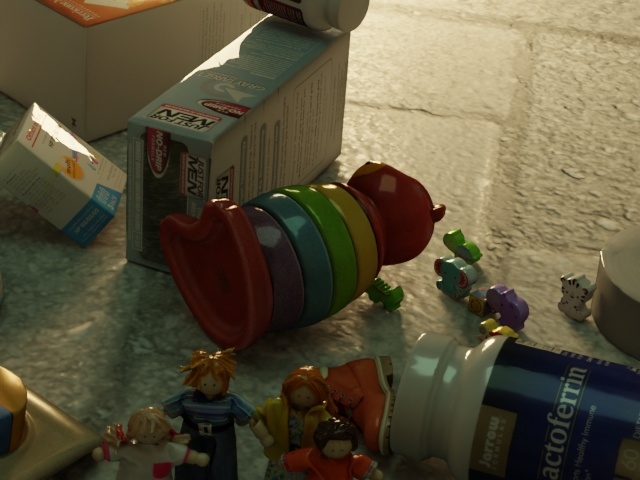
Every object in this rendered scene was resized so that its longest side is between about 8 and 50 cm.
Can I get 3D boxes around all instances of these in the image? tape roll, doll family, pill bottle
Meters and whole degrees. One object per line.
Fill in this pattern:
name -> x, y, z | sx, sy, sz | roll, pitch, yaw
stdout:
tape roll -> 0.419, 0.062, 1.995 | 0.219, 0.072, 0.219 | 4, 30, -2
doll family -> -0.073, 0.180, 1.630 | 0.263, 0.163, 0.118 | 4, 31, -2
pill bottle -> -0.018, -0.307, 2.173 | 0.152, 0.086, 0.086 | 24, 36, 31
pill bottle -> 0.209, 0.177, 1.692 | 0.265, 0.153, 0.153 | 13, 31, 15

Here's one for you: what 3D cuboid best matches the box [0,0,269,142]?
box -> -0.247, -0.288, 2.393 | 0.345, 0.168, 0.215 | -24, 41, -39

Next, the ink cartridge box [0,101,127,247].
ink cartridge box -> -0.318, -0.088, 2.056 | 0.181, 0.061, 0.104 | 38, 25, -17

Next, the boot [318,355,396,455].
boot -> 0.035, 0.169, 1.779 | 0.085, 0.059, 0.158 | -1, 22, -4

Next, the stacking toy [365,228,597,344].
stacking toy -> 0.178, 0.055, 1.991 | 0.221, 0.052, 0.167 | 28, 37, 34

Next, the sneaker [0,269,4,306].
sneaker -> -0.426, -0.070, 1.958 | 0.127, 0.208, 0.319 | -12, 33, -25

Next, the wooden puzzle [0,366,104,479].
wooden puzzle -> -0.419, 0.153, 1.639 | 0.322, 0.080, 0.348 | 30, 30, 26

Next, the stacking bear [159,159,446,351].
stacking bear -> 0.000, 0.000, 1.937 | 0.289, 0.164, 0.175 | -21, 3, -31

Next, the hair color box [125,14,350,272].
hair color box -> -0.093, -0.122, 2.117 | 0.114, 0.185, 0.374 | 16, 32, 19
